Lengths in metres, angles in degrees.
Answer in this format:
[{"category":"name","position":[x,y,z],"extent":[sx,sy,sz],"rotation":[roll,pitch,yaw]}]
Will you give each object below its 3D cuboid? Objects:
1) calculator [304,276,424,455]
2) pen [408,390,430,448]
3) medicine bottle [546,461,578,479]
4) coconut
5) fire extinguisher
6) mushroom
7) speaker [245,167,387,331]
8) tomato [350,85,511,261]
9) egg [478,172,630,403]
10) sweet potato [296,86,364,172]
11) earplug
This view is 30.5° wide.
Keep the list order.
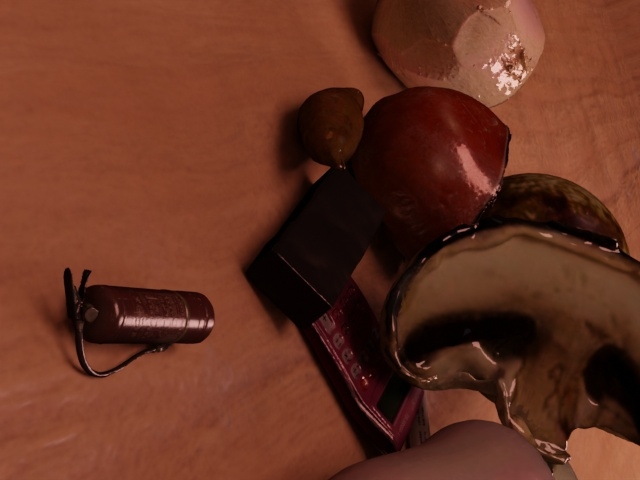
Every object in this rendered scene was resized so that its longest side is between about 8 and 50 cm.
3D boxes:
[{"category":"calculator","position":[0.041,0.120,1.198],"extent":[0.190,0.034,0.126],"rotation":[58,29,-11]},{"category":"pen","position":[0.106,0.206,1.264],"extent":[0.026,0.026,0.218],"rotation":[37,41,-47]},{"category":"medicine bottle","position":[0.217,0.294,1.275],"extent":[0.143,0.147,0.147],"rotation":[53,31,-36]},{"category":"coconut","position":[0.172,-0.284,1.536],"extent":[0.234,0.224,0.224],"rotation":[42,37,-54]},{"category":"fire extinguisher","position":[-0.142,0.064,0.883],"extent":[0.157,0.045,0.078],"rotation":[10,85,-61]},{"category":"mushroom","position":[0.226,0.103,1.223],"extent":[0.130,0.344,0.247],"rotation":[-167,-96,-85]},{"category":"speaker","position":[0.000,0.000,1.168],"extent":[0.082,0.044,0.218],"rotation":[44,30,-7]},{"category":"tomato","position":[0.112,-0.094,1.364],"extent":[0.155,0.181,0.214],"rotation":[40,27,-16]},{"category":"egg","position":[0.248,0.060,1.404],"extent":[0.238,0.238,0.289],"rotation":[40,54,-45]},{"category":"sweet potato","position":[0.013,-0.134,1.281],"extent":[0.075,0.075,0.269],"rotation":[62,15,-15]},{"category":"earplug","position":[0.072,0.258,1.039],"extent":[0.301,0.172,0.172],"rotation":[3,69,-54]}]
